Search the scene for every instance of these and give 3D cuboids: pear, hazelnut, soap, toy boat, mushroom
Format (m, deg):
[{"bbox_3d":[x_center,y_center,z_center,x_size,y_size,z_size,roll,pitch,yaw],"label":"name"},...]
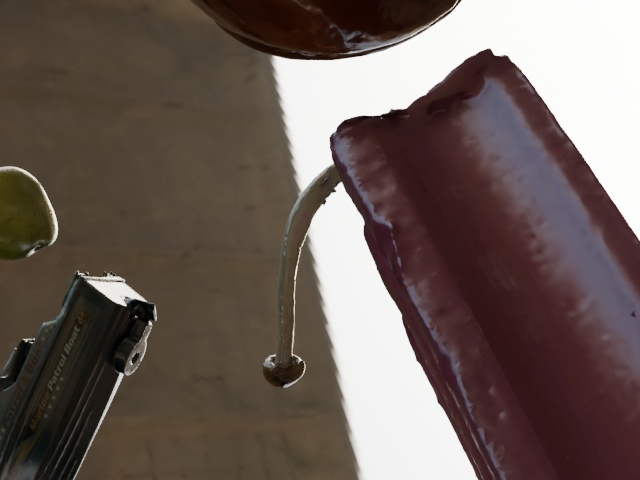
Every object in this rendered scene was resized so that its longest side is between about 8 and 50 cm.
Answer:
[{"bbox_3d":[-0.295,-0.022,1.416,0.097,0.092,0.092,22,-130,-6],"label":"pear"},{"bbox_3d":[0.003,-0.206,0.999,0.208,0.208,0.208,25,-127,-38],"label":"hazelnut"},{"bbox_3d":[0.134,0.102,0.778,0.233,0.128,0.359,64,-179,-46],"label":"soap"},{"bbox_3d":[-0.277,0.168,1.526,0.122,0.296,0.114,29,-175,15],"label":"toy boat"},{"bbox_3d":[-0.002,0.000,1.507,0.068,0.043,0.306,23,-95,-48],"label":"mushroom"}]
